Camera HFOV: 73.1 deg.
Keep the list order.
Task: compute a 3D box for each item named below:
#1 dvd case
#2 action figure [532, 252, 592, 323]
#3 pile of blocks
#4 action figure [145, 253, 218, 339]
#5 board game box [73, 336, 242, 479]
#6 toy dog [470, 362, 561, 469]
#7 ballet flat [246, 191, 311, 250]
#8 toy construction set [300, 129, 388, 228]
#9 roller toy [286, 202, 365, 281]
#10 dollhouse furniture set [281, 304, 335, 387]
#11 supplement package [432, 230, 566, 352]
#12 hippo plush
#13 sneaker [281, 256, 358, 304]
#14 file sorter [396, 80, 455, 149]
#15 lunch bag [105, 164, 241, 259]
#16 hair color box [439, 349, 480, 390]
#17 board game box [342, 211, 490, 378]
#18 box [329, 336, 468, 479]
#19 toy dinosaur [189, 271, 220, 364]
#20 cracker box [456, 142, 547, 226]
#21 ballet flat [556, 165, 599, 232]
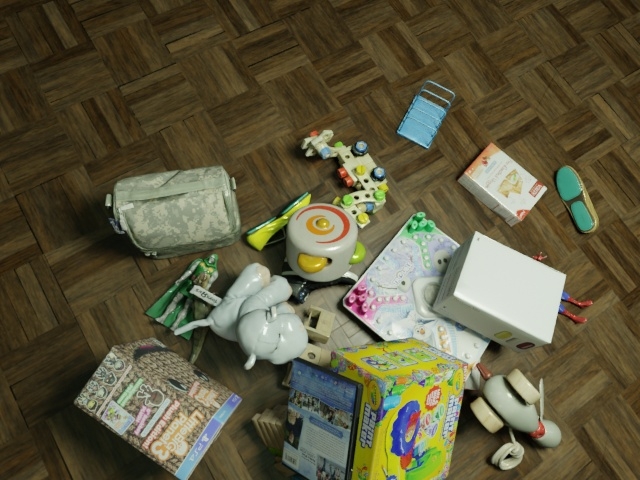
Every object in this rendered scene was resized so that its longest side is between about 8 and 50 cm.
[{"bbox_3d":[-0.001,0.399,0.924,0.180,0.022,0.253,11,96,37],"label":"dvd case"},{"bbox_3d":[0.676,0.135,1.268,0.280,0.139,0.092,28,70,5],"label":"action figure"},{"bbox_3d":[-0.016,0.549,1.077,0.362,0.149,0.112,52,42,3],"label":"pile of blocks"},{"bbox_3d":[-0.352,0.133,1.177,0.137,0.063,0.232,32,72,-2],"label":"action figure"},{"bbox_3d":[-0.357,0.372,1.002,0.291,0.232,0.141,33,83,3],"label":"board game box"},{"bbox_3d":[0.497,0.426,1.126,0.220,0.334,0.161,-25,35,2],"label":"toy dog"},{"bbox_3d":[-0.110,-0.051,1.265,0.231,0.077,0.077,-36,101,-13],"label":"ballet flat"},{"bbox_3d":[0.079,-0.187,1.293,0.215,0.151,0.328,-28,89,-14],"label":"toy construction set"},{"bbox_3d":[0.000,0.000,1.155,0.209,0.146,0.191,-24,52,-25],"label":"roller toy"},{"bbox_3d":[-0.004,0.299,1.156,0.128,0.129,0.184,21,42,-1],"label":"dollhouse furniture set"},{"bbox_3d":[0.471,0.139,1.147,0.261,0.145,0.204,26,64,5],"label":"supplement package"},{"bbox_3d":[-0.146,0.178,1.045,0.294,0.236,0.235,25,80,-31],"label":"hippo plush"},{"bbox_3d":[-0.010,0.128,1.218,0.216,0.079,0.121,13,75,6],"label":"sneaker"},{"bbox_3d":[0.346,-0.413,1.409,0.118,0.104,0.170,28,72,3],"label":"file sorter"},{"bbox_3d":[-0.370,-0.087,1.140,0.304,0.256,0.213,-11,74,-10],"label":"lunch bag"},{"bbox_3d":[0.353,0.358,1.198,0.167,0.053,0.093,10,70,-3],"label":"hair color box"},{"bbox_3d":[0.327,0.156,1.226,0.390,0.050,0.390,39,67,9],"label":"board game box"},{"bbox_3d":[0.163,0.401,0.990,0.279,0.177,0.290,2,99,-38],"label":"box"},{"bbox_3d":[-0.289,0.209,1.145,0.118,0.064,0.268,4,98,-21],"label":"toy dinosaur"},{"bbox_3d":[0.581,-0.180,1.385,0.232,0.067,0.156,42,73,6],"label":"cracker box"},{"bbox_3d":[0.839,-0.133,1.411,0.073,0.080,0.233,-3,74,-37],"label":"ballet flat"}]
